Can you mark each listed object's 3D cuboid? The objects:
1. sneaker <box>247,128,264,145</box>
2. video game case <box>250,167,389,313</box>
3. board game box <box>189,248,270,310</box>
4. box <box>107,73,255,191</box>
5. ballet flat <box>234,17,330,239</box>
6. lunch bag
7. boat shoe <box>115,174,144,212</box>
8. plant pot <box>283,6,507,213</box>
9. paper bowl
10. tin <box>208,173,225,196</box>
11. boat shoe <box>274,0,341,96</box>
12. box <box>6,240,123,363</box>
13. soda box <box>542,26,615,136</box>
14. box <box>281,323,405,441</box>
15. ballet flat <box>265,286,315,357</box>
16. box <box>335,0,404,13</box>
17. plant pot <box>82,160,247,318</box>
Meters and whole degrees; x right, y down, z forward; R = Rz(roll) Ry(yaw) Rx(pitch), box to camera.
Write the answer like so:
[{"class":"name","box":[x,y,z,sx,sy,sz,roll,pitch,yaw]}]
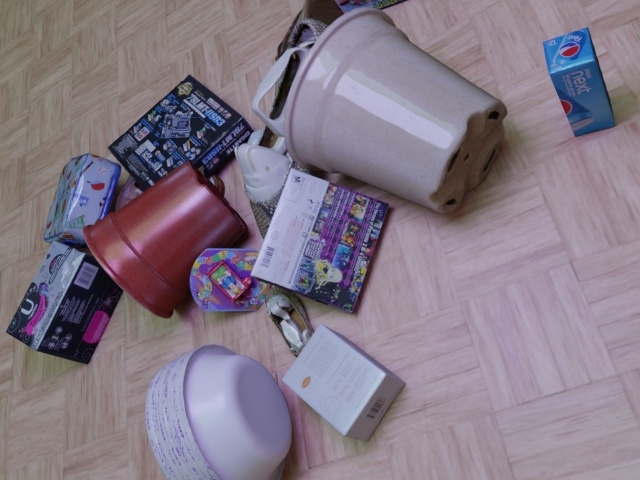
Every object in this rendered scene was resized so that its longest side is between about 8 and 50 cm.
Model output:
[{"class":"sneaker","box":[-0.132,-0.244,1.542,0.152,0.054,0.061,-39,51,12]},{"class":"video game case","box":[0.000,0.000,1.283,0.210,0.042,0.232,19,78,-2]},{"class":"board game box","box":[-0.186,0.085,1.363,0.169,0.033,0.133,1,96,-10]},{"class":"box","box":[-0.354,-0.249,1.637,0.293,0.073,0.295,-44,51,-6]},{"class":"ballet flat","box":[-0.081,-0.232,1.369,0.164,0.182,0.482,20,92,42]},{"class":"lunch bag","box":[-0.619,-0.088,1.687,0.303,0.115,0.243,-10,66,58]},{"class":"boat shoe","box":[-0.477,-0.125,1.697,0.059,0.063,0.170,3,70,39]},{"class":"plant pot","box":[0.154,-0.212,1.208,0.305,0.334,0.334,35,89,27]},{"class":"paper bowl","box":[-0.159,0.318,1.156,0.148,0.284,0.284,-29,56,18]},{"class":"tin","box":[-0.319,-0.102,1.606,0.190,0.040,0.106,-19,64,24]},{"class":"boat shoe","box":[-0.042,-0.439,1.550,0.123,0.123,0.342,-19,55,61]},{"class":"box","box":[-0.611,0.149,1.593,0.142,0.163,0.247,16,77,34]},{"class":"soda box","box":[0.434,-0.257,1.092,0.071,0.210,0.067,-14,62,27]},{"class":"box","box":[0.040,0.254,1.181,0.170,0.091,0.130,34,89,37]},{"class":"ballet flat","box":[-0.063,0.157,1.306,0.073,0.067,0.206,-46,53,5]},{"class":"box","box":[0.134,-0.579,1.489,0.207,0.114,0.036,-11,64,29]},{"class":"plant pot","box":[-0.324,-0.017,1.443,0.265,0.272,0.272,-42,53,0]}]
